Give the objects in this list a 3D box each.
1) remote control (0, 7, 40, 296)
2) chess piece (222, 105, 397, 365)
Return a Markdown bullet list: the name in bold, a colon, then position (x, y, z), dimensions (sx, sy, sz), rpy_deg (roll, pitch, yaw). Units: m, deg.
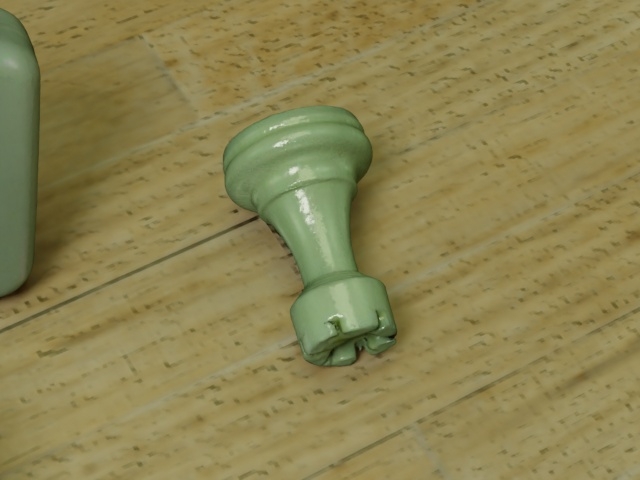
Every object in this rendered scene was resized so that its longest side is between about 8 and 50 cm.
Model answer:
- **remote control**: position (-0.258, -0.018, 0.604), dimensions (0.296, 0.140, 0.056), rpy_deg (-7, 41, -19)
- **chess piece**: position (0.000, 0.000, 0.676), dimensions (0.067, 0.067, 0.103), rpy_deg (-12, 65, -11)
